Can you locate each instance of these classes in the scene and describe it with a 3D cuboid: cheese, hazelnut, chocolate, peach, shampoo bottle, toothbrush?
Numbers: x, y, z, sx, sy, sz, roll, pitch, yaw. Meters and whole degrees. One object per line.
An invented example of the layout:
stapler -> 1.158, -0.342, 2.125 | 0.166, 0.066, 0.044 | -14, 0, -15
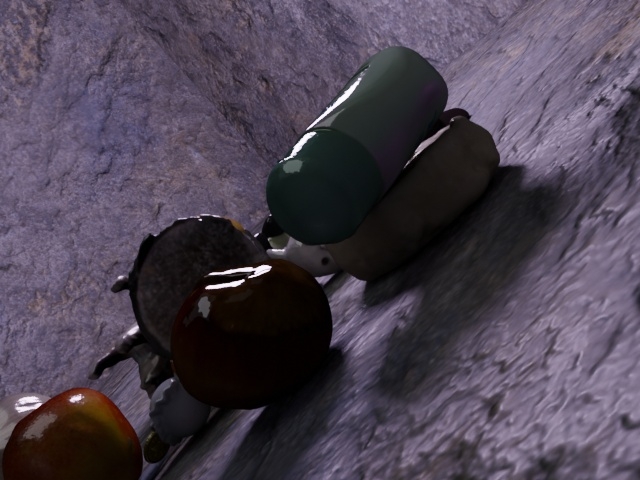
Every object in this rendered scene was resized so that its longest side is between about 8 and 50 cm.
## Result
cheese -> 0.146, -0.071, 1.342 | 0.318, 0.115, 0.326 | -42, 8, 8
hazelnut -> -0.087, 0.134, 1.157 | 0.217, 0.217, 0.251 | -37, 0, 37
chocolate -> -0.218, 0.108, 1.691 | 0.303, 0.303, 0.213 | -42, -15, 0
peach -> -0.405, 0.361, 1.352 | 0.231, 0.231, 0.231 | -42, 7, 7
shampoo bottle -> 0.048, -0.131, 1.202 | 0.222, 0.151, 0.349 | -34, 16, 50
toothbrush -> -0.263, 0.362, 1.384 | 0.027, 0.021, 0.269 | -53, -1, 38

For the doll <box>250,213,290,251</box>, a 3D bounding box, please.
doll -> -0.097, 0.027, 1.962 | 0.135, 0.143, 0.234 | -56, 1, 44

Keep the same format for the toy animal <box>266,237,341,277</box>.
toy animal -> 0.002, 0.000, 1.642 | 0.193, 0.127, 0.178 | -48, 7, -29

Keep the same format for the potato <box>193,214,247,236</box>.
potato -> -0.252, 0.013, 1.880 | 0.150, 0.146, 0.234 | -17, -2, 17

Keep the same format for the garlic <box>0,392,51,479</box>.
garlic -> -0.593, 0.467, 1.624 | 0.317, 0.259, 0.318 | -28, 50, 39

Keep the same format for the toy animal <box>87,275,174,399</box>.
toy animal -> -0.330, 0.218, 1.857 | 0.194, 0.302, 0.344 | -43, 30, 36

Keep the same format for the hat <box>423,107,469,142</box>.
hat -> 0.180, -0.267, 1.926 | 0.336, 0.209, 0.238 | -47, 5, -39

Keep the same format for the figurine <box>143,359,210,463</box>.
figurine -> -0.203, 0.249, 1.367 | 0.143, 0.143, 0.271 | -31, 33, 56
